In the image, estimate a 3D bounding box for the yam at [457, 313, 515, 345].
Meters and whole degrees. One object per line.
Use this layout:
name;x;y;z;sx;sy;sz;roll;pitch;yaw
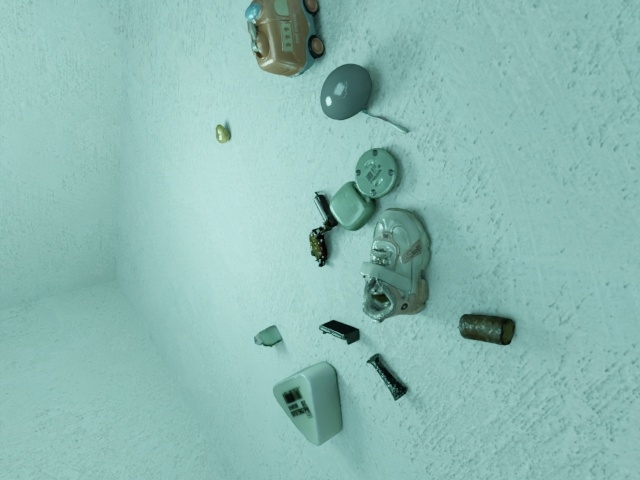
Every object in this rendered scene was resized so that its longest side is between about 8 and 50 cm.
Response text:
yam;0.454;0.243;1.236;0.141;0.079;0.079;-1;102;51

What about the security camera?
security camera;0.148;-0.164;1.464;0.301;0.080;0.157;-52;61;34

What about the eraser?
eraser;-0.041;0.645;1.896;0.331;0.150;0.331;17;113;45

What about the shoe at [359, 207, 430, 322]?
shoe;0.218;0.081;1.363;0.171;0.198;0.351;1;104;48

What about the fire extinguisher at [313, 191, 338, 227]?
fire extinguisher;0.012;-0.123;1.651;0.078;0.045;0.157;72;172;-77

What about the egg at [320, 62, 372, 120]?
egg;0.077;-0.455;1.390;0.146;0.146;0.199;63;147;13

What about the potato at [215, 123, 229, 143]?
potato;-0.454;-0.490;2.069;0.068;0.062;0.083;-8;128;24

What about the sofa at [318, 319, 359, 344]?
sofa;0.069;0.357;1.719;0.147;0.085;0.060;11;107;47

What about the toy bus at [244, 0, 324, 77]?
toy bus;-0.138;-0.695;1.502;0.194;0.232;0.288;5;108;51

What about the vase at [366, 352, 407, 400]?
vase;0.232;0.479;1.590;0.167;0.059;0.059;51;135;26

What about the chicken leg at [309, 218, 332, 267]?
chicken leg;0.000;0.000;1.675;0.106;0.051;0.253;55;154;30

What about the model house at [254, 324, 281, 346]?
model house;-0.254;0.467;2.123;0.088;0.100;0.100;58;139;15

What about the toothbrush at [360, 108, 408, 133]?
toothbrush;0.193;-0.368;1.385;0.204;0.017;0.022;39;149;35
